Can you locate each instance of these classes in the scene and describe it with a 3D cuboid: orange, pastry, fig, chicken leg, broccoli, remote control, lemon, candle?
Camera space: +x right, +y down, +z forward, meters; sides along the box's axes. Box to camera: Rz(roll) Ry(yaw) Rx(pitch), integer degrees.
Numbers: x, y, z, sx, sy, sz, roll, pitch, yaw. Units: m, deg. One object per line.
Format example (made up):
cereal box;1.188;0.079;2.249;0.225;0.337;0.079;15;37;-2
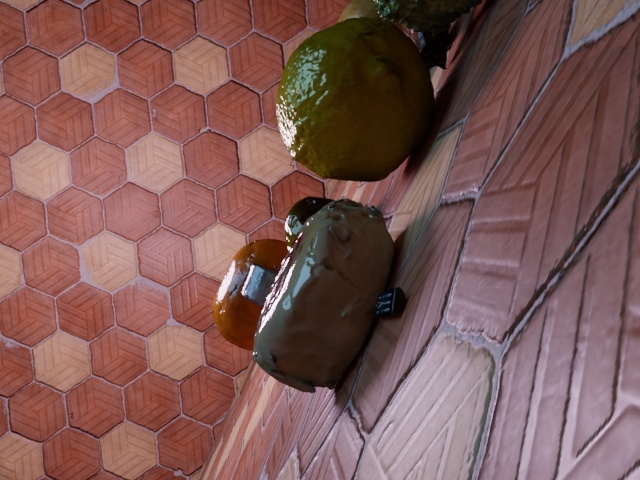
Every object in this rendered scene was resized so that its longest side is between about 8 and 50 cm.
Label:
orange;-0.137;0.133;1.733;0.283;0.226;0.284;-60;7;13
pastry;0.005;0.071;0.950;0.264;0.133;0.265;-61;7;13
fig;0.000;0.000;1.358;0.154;0.144;0.165;-156;71;-71
chicken leg;0.200;-0.390;1.342;0.093;0.113;0.304;-26;20;20
broccoli;0.183;-0.455;1.136;0.260;0.235;0.288;-18;-13;-38
remote control;0.076;0.072;0.789;0.091;0.016;0.034;133;146;-79
lemon;0.052;-0.224;1.176;0.322;0.268;0.268;130;164;-73
candle;-0.031;0.102;1.203;0.169;0.192;0.068;25;92;42

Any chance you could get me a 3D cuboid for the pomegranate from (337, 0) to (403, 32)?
pomegranate;0.155;-0.512;1.773;0.260;0.261;0.260;-155;90;-86
